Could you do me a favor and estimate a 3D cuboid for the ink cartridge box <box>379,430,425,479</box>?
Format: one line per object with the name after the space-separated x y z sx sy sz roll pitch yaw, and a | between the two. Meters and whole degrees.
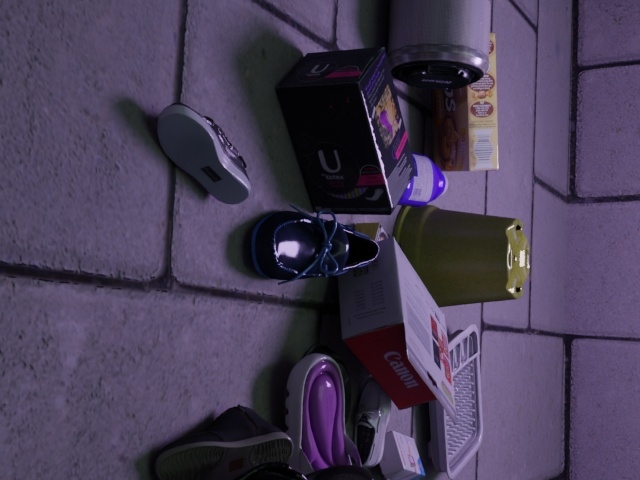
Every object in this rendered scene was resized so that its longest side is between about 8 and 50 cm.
0.168 0.463 2.118 0.122 0.052 0.089 33 35 -56 | ink cartridge box

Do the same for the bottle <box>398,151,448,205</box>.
0.202 -0.133 2.174 0.283 0.092 0.118 0 91 -63 | bottle

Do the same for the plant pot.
0.329 0.042 2.248 0.276 0.253 0.276 -3 93 -63 | plant pot

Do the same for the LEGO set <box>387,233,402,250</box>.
0.149 0.019 2.143 0.083 0.023 0.054 34 51 -49 | LEGO set

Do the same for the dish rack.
0.323 0.389 2.437 0.285 0.072 0.333 -23 111 -62 | dish rack

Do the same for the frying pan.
-0.016 0.316 1.802 0.326 0.053 0.197 -44 127 -58 | frying pan

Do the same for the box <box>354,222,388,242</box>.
0.129 0.062 2.067 0.232 0.058 0.087 58 40 -47 | box

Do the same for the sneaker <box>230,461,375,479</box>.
-0.051 0.422 1.439 0.482 0.202 0.185 -6 57 -51 | sneaker

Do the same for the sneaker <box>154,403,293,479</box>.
-0.163 0.311 1.490 0.222 0.118 0.083 0 108 -35 | sneaker

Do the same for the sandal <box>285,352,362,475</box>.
0.023 0.405 1.731 0.169 0.102 0.416 -25 110 -45 | sandal

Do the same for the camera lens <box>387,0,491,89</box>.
0.257 -0.476 2.142 0.219 0.219 0.274 16 76 -62 | camera lens

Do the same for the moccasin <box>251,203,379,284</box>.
0.000 0.000 1.748 0.342 0.116 0.138 -10 99 -63 | moccasin

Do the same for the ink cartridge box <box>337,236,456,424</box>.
0.152 0.197 1.945 0.309 0.130 0.272 54 25 -46 | ink cartridge box

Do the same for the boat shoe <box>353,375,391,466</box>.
0.097 0.368 2.011 0.063 0.066 0.184 10 90 -64 | boat shoe

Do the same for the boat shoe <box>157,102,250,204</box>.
-0.168 -0.142 1.472 0.228 0.080 0.076 47 32 -50 | boat shoe

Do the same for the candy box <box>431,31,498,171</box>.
0.337 -0.321 2.337 0.087 0.183 0.317 -3 95 -21 | candy box

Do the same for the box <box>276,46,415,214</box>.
0.052 -0.194 1.797 0.143 0.165 0.270 -56 137 -46 | box
